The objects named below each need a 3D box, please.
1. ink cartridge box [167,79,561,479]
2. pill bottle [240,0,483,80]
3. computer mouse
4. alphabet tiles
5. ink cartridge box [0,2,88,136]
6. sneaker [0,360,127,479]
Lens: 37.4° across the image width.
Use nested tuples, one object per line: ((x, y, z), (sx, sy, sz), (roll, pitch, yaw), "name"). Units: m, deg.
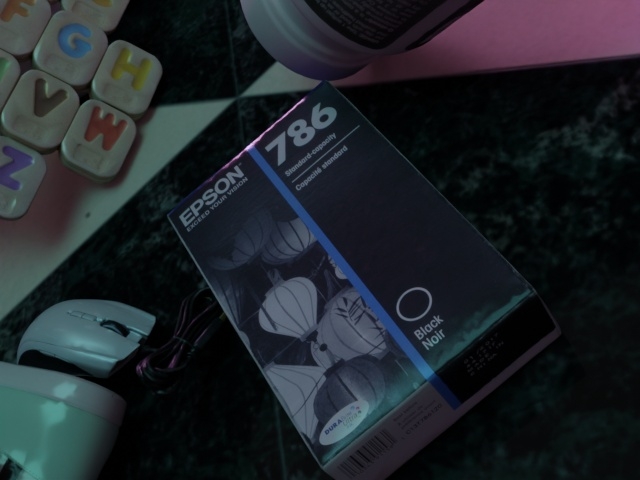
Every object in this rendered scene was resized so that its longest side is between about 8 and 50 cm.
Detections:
((0.000, 0.000, 0.668), (0.165, 0.065, 0.333), (-41, 46, 1), "ink cartridge box")
((0.062, -0.228, 0.659), (0.278, 0.162, 0.162), (-27, 41, 54), "pill bottle")
((-0.165, 0.072, 0.715), (0.193, 0.042, 0.106), (-3, 35, 31), "computer mouse")
((-0.288, -0.169, 0.841), (0.021, 0.284, 0.278), (-34, 33, 58), "alphabet tiles")
((-0.343, -0.192, 0.972), (0.176, 0.127, 0.128), (-25, 49, 14), "ink cartridge box")
((-0.271, 0.165, 0.700), (0.255, 0.094, 0.151), (2, 63, 34), "sneaker")
